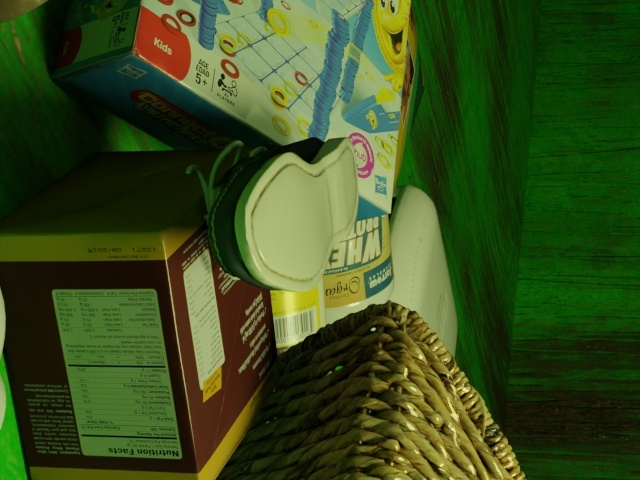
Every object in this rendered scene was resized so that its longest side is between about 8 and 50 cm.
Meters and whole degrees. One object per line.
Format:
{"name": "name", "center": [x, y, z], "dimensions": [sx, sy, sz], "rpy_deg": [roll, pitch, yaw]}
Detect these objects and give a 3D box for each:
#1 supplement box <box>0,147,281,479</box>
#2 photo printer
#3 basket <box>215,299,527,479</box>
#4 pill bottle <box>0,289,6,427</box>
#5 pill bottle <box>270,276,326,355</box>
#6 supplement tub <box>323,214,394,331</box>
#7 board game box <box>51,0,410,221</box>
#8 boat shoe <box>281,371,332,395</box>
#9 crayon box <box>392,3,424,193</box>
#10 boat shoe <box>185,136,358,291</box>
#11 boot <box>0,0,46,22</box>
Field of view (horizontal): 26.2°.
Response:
{"name": "supplement box", "center": [-0.125, 0.053, 0.989], "dimensions": [0.191, 0.129, 0.194], "rpy_deg": [-53, 140, -65]}
{"name": "photo printer", "center": [0.109, 0.097, 1.842], "dimensions": [0.307, 0.107, 0.256], "rpy_deg": [74, 22, -44]}
{"name": "basket", "center": [0.024, 0.223, 1.107], "dimensions": [0.213, 0.299, 0.223], "rpy_deg": [34, 44, -26]}
{"name": "pill bottle", "center": [-0.230, 0.013, 0.593], "dimensions": [0.264, 0.146, 0.146], "rpy_deg": [69, 26, -50]}
{"name": "pill bottle", "center": [-0.058, 0.003, 1.245], "dimensions": [0.117, 0.117, 0.215], "rpy_deg": [-43, 132, -68]}
{"name": "supplement tub", "center": [0.000, 0.000, 1.396], "dimensions": [0.144, 0.144, 0.199], "rpy_deg": [-57, 144, -62]}
{"name": "board game box", "center": [-0.051, -0.205, 1.121], "dimensions": [0.308, 0.086, 0.302], "rpy_deg": [29, 59, -44]}
{"name": "boat shoe", "center": [-0.017, 0.237, 1.482], "dimensions": [0.081, 0.079, 0.227], "rpy_deg": [39, 46, -61]}
{"name": "crayon box", "center": [0.024, -0.227, 1.550], "dimensions": [0.313, 0.106, 0.363], "rpy_deg": [-73, 156, -46]}
{"name": "boat shoe", "center": [-0.035, -0.024, 0.927], "dimensions": [0.254, 0.079, 0.095], "rpy_deg": [-53, 137, -68]}
{"name": "boot", "center": [-0.153, -0.265, 0.889], "dimensions": [0.305, 0.112, 0.115], "rpy_deg": [-55, 132, -41]}
